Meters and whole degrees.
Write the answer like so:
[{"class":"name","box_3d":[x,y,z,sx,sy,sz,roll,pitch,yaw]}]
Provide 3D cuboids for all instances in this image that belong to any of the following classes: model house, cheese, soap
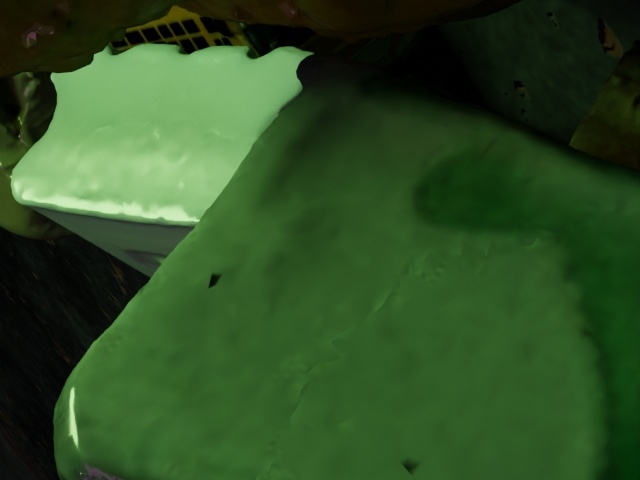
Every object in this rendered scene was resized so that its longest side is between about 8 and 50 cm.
[{"class":"model house","box_3d":[0.081,0.131,0.645,0.267,0.194,0.325,24,153,25]},{"class":"cheese","box_3d":[-0.268,-0.099,1.366,0.175,0.091,0.202,37,154,26]},{"class":"soap","box_3d":[0.000,0.000,0.807,0.159,0.088,0.265,6,162,38]}]

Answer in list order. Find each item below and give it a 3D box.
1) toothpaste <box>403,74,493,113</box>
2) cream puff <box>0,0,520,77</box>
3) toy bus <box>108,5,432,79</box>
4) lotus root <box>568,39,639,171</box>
[{"class":"toothpaste","box_3d":[0.098,-0.038,0.825,0.197,0.057,0.035,28,146,37]},{"class":"cream puff","box_3d":[-0.034,-0.179,0.580,0.274,0.270,0.323,27,150,36]},{"class":"toy bus","box_3d":[-0.039,-0.112,0.905,0.114,0.098,0.201,57,158,-18]},{"class":"lotus root","box_3d":[0.144,0.002,0.708,0.135,0.095,0.159,23,130,24]}]
